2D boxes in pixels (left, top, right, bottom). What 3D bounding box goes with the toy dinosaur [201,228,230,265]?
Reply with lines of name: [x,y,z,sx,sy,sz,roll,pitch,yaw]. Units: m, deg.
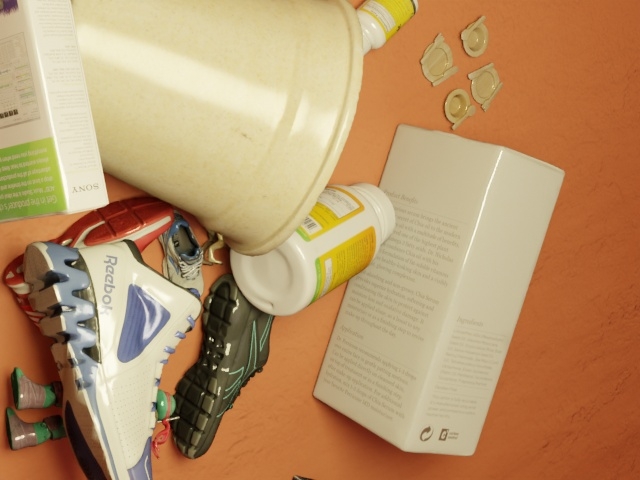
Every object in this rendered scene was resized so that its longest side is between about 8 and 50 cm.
toy dinosaur: [-0.141,-0.012,1.299,0.183,0.053,0.092,22,74,-46]

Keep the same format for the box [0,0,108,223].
box: [-0.329,-0.175,0.930,0.058,0.232,0.322,-14,97,-52]

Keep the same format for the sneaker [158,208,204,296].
sneaker: [-0.183,0.025,1.262,0.052,0.058,0.135,-30,120,-27]

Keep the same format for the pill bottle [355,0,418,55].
pill bottle: [0.081,-0.317,1.356,0.116,0.065,0.065,-45,125,-17]

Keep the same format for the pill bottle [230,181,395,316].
pill bottle: [0.000,0.000,1.318,0.246,0.136,0.136,-29,121,-49]

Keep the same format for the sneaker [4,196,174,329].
sneaker: [-0.275,0.039,1.195,0.221,0.087,0.128,-26,127,-15]

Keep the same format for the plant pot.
plant pot: [-0.168,-0.182,1.074,0.305,0.334,0.333,18,92,-28]

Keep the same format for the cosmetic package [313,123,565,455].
cosmetic package: [0.174,0.071,1.437,0.161,0.230,0.453,14,95,-39]

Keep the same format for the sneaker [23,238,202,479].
sneaker: [-0.215,0.134,1.107,0.182,0.127,0.315,-16,94,-32]

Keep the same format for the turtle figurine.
turtle figurine: [-0.275,0.207,1.207,0.234,0.118,0.175,0,110,-29]

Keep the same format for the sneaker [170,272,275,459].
sneaker: [-0.126,0.183,1.325,0.106,0.101,0.267,18,92,-41]

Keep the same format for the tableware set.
tableware set: [0.231,-0.268,1.512,0.141,0.020,0.168,-40,123,-21]

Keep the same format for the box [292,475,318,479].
box: [0.051,0.595,1.528,0.312,0.179,0.343,24,88,-38]
